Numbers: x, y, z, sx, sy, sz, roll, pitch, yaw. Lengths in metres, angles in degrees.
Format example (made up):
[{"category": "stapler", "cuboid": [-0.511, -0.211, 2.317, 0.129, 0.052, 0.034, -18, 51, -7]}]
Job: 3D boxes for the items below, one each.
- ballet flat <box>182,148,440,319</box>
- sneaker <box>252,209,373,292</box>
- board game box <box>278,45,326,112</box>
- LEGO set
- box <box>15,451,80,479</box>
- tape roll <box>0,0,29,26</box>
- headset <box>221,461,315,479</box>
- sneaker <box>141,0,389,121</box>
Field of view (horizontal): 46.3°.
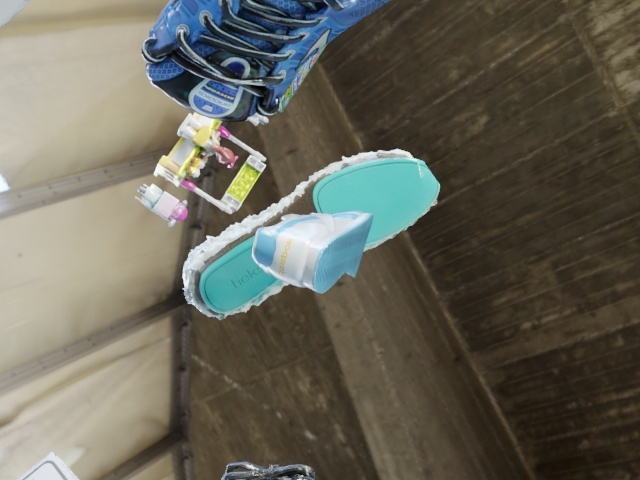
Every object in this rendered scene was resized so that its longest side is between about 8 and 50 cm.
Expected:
[{"category": "ballet flat", "cuboid": [-0.025, -0.028, 1.106, 0.147, 0.409, 0.147, 57, -15, 25]}, {"category": "sneaker", "cuboid": [0.000, 0.000, 0.888, 0.092, 0.229, 0.087, 18, -80, 17]}, {"category": "board game box", "cuboid": [-0.019, -0.339, 1.099, 0.046, 0.213, 0.317, 32, -11, 4]}, {"category": "LEGO set", "cuboid": [-0.091, -0.135, 0.863, 0.107, 0.132, 0.287, 34, -89, -9]}, {"category": "box", "cuboid": [-0.246, 0.310, 0.502, 0.169, 0.290, 0.087, 37, -26, 33]}, {"category": "tape roll", "cuboid": [-0.352, -0.315, 0.729, 0.072, 0.219, 0.219, 25, -57, 8]}, {"category": "headset", "cuboid": [-0.057, 0.496, 0.978, 0.243, 0.185, 0.394, 101, -7, -68]}, {"category": "sneaker", "cuboid": [-0.030, -0.145, 0.485, 0.147, 0.130, 0.330, -67, -159, -7]}]
